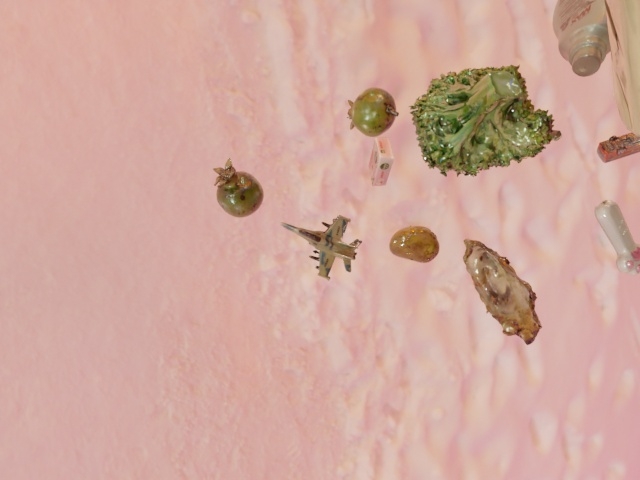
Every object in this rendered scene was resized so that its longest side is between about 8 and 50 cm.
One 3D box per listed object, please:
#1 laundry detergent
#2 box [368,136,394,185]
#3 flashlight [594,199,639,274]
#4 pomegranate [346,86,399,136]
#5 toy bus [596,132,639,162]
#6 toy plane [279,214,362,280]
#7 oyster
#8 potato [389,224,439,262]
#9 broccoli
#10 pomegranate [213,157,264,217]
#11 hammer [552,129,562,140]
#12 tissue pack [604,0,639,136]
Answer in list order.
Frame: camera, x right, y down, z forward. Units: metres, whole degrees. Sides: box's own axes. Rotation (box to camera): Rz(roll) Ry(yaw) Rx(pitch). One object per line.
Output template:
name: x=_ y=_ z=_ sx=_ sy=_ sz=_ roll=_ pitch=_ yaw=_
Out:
laundry detergent: x=0.734 y=-0.594 z=1.293 sx=0.124 sy=0.264 sz=0.398 roll=33 pitch=58 yaw=-14
box: x=0.181 y=-0.236 z=1.462 sx=0.043 sy=0.125 sz=0.089 roll=-2 pitch=55 yaw=-8
flashlight: x=0.740 y=-0.010 z=1.195 sx=0.093 sy=0.047 sz=0.201 roll=-32 pitch=95 yaw=-20
pomegranate: x=0.166 y=-0.415 z=1.598 sx=0.156 sy=0.220 sz=0.157 roll=-1 pitch=94 yaw=-12
toy bus: x=1.020 y=-0.316 z=1.614 sx=0.192 sy=0.077 sz=0.065 roll=-18 pitch=60 yaw=2
toy plane: x=-0.004 y=0.000 z=1.383 sx=0.261 sy=0.088 sz=0.193 roll=23 pitch=82 yaw=-17
oyster: x=0.552 y=0.142 z=1.492 sx=0.096 sy=0.361 sz=0.222 roll=-11 pitch=130 yaw=-21
potato: x=0.330 y=0.011 z=1.712 sx=0.175 sy=0.137 sz=0.137 roll=19 pitch=79 yaw=-10
broccoli: x=0.244 y=-0.186 z=0.723 sx=0.219 sy=0.194 sz=0.194 roll=19 pitch=77 yaw=2
pomegranate: x=-0.251 y=-0.146 z=1.431 sx=0.169 sy=0.148 sz=0.149 roll=40 pitch=68 yaw=-41
hammer: x=0.657 y=-0.359 z=1.605 sx=0.125 sy=0.297 sz=0.027 roll=-50 pitch=123 yaw=-5
tissue pack: x=0.595 y=-0.382 z=0.733 sx=0.381 sy=0.296 sz=0.207 roll=62 pitch=32 yaw=-32
